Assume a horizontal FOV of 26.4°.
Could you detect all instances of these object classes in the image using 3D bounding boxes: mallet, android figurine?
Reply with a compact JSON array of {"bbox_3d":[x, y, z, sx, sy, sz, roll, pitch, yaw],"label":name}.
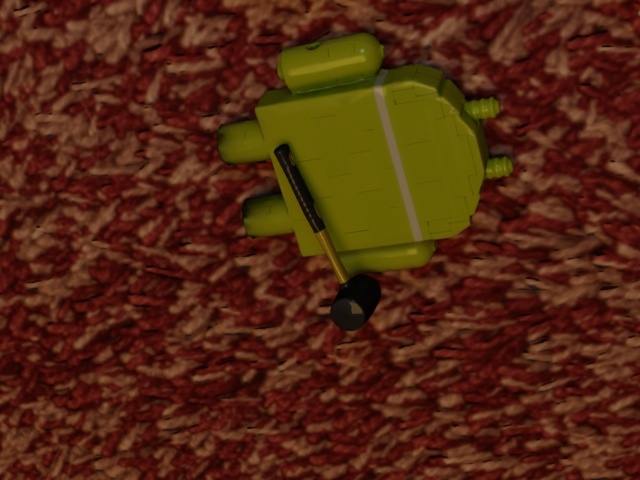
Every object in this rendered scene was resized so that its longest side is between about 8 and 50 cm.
[{"bbox_3d":[0.000,0.000,1.289,0.039,0.062,0.190,-19,113,26],"label":"mallet"},{"bbox_3d":[0.044,-0.077,1.301,0.273,0.056,0.248,-10,117,18],"label":"android figurine"}]

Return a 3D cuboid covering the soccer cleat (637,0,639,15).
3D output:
[{"bbox_3d":[0.290,-0.237,1.144,0.248,0.083,0.095,35,116,-6],"label":"soccer cleat"}]
